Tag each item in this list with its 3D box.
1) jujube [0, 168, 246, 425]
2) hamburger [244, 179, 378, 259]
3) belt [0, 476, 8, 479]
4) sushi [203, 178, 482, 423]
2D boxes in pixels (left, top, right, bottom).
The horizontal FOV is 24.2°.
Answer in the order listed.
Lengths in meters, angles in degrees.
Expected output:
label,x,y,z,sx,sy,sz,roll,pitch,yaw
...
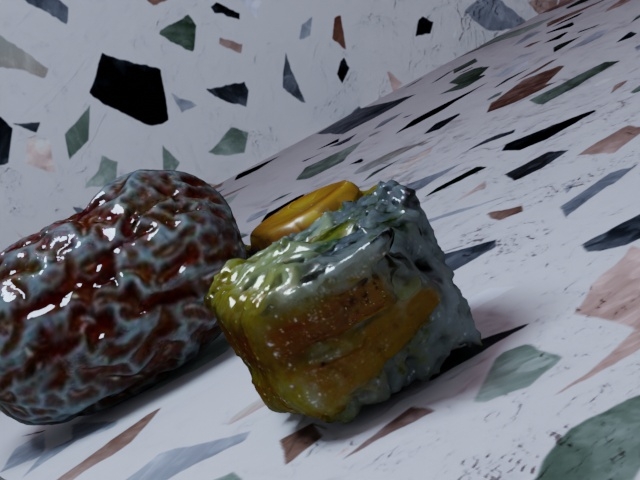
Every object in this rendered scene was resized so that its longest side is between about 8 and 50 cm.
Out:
label,x,y,z,sx,sy,sz,roll,pitch,yaw
jujube,-0.228,0.061,1.552,0.317,0.226,0.226,-28,9,-15
hamburger,-0.001,0.001,1.620,0.164,0.093,0.189,-31,8,-10
belt,-0.250,0.227,0.993,0.230,0.126,0.140,-14,39,49
sushi,0.019,0.051,1.160,0.184,0.139,0.274,-31,13,-7
